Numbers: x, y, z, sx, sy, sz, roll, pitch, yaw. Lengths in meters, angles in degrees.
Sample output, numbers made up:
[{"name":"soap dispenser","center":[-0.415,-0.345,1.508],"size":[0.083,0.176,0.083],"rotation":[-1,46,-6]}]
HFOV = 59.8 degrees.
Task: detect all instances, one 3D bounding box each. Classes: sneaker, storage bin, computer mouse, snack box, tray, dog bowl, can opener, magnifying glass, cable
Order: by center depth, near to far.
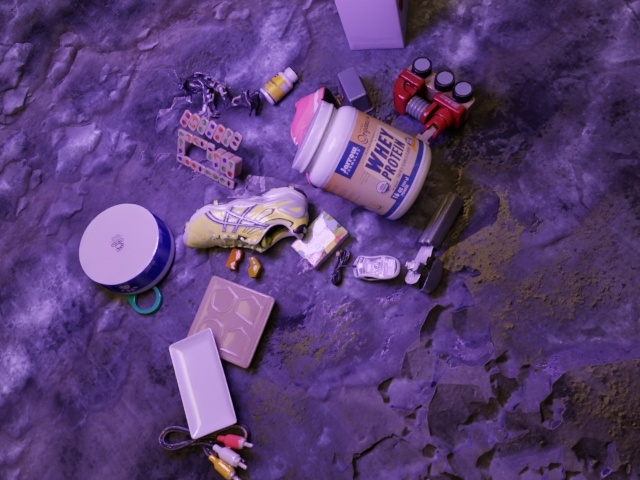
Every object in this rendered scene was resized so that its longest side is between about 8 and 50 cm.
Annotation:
[{"name":"can opener","center":[0.312,0.005,1.504],"size":[0.093,0.074,0.280],"rotation":[27,84,-15]},{"name":"cable","center":[-0.308,0.540,1.505],"size":[0.287,0.072,0.139],"rotation":[14,73,18]},{"name":"computer mouse","center":[0.128,0.079,1.538],"size":[0.193,0.042,0.105],"rotation":[3,71,21]},{"name":"tray","center":[-0.322,0.392,1.538],"size":[0.145,0.030,0.270],"rotation":[-25,70,12]},{"name":"snack box","center":[0.000,0.000,1.593],"size":[0.141,0.037,0.100],"rotation":[-47,68,-1]},{"name":"sneaker","center":[-0.219,-0.038,1.595],"size":[0.385,0.145,0.147],"rotation":[-17,60,11]},{"name":"sneaker","center":[-0.025,-0.296,1.662],"size":[0.136,0.116,0.313],"rotation":[-7,71,30]},{"name":"storage bin","center":[0.095,-0.444,1.664],"size":[0.098,0.091,0.135],"rotation":[-24,70,7]},{"name":"dog bowl","center":[-0.586,0.026,1.689],"size":[0.265,0.104,0.264],"rotation":[-5,68,12]},{"name":"magnifying glass","center":[-0.585,0.155,1.711],"size":[0.231,0.026,0.092],"rotation":[21,81,17]}]

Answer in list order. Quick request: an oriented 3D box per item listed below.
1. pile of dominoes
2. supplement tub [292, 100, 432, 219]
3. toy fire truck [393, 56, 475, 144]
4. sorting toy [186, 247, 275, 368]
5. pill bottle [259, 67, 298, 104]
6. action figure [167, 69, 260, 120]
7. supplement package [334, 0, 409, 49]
[{"name":"pile of dominoes","center":[-0.349,-0.274,1.691],"size":[0.251,0.195,0.040],"rotation":[27,39,19]},{"name":"supplement tub","center":[0.106,-0.213,1.469],"size":[0.316,0.228,0.228],"rotation":[23,81,-10]},{"name":"toy fire truck","center":[0.280,-0.352,1.576],"size":[0.217,0.158,0.246],"rotation":[39,77,20]},{"name":"sorting toy","center":[-0.241,0.188,1.607],"size":[0.229,0.041,0.307],"rotation":[17,80,23]},{"name":"pill bottle","center":[-0.128,-0.486,1.747],"size":[0.116,0.065,0.065],"rotation":[-42,69,0]},{"name":"action figure","center":[-0.334,-0.439,1.720],"size":[0.276,0.164,0.140],"rotation":[15,115,3]},{"name":"supplement package","center":[0.152,-0.712,1.615],"size":[0.176,0.293,0.177],"rotation":[4,77,16]}]
